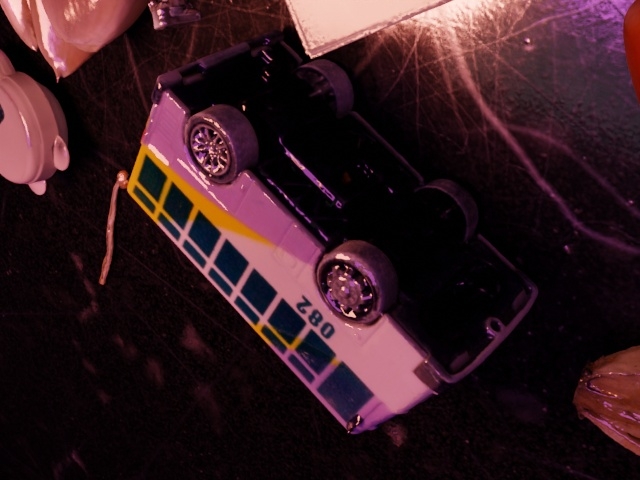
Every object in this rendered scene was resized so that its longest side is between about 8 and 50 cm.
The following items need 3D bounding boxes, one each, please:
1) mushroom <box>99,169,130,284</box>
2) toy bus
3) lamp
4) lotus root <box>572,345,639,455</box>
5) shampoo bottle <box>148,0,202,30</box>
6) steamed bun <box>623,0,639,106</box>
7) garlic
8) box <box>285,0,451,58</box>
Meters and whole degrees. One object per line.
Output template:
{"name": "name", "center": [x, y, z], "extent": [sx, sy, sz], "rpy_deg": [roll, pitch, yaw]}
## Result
{"name": "mushroom", "center": [-0.354, -0.018, 1.364], "extent": [0.026, 0.028, 0.286], "rpy_deg": [11, 137, -16]}
{"name": "toy bus", "center": [0.000, 0.000, 0.927], "extent": [0.440, 0.209, 0.249], "rpy_deg": [45, 138, 10]}
{"name": "lamp", "center": [-0.488, -0.203, 1.299], "extent": [0.179, 0.108, 0.246], "rpy_deg": [-30, 92, 42]}
{"name": "lotus root", "center": [0.341, 0.160, 0.835], "extent": [0.144, 0.070, 0.143], "rpy_deg": [17, 131, 28]}
{"name": "shampoo bottle", "center": [-0.189, -0.377, 0.837], "extent": [0.098, 0.071, 0.309], "rpy_deg": [1, 105, 46]}
{"name": "steamed bun", "center": [0.382, -0.117, 0.495], "extent": [0.379, 0.248, 0.235], "rpy_deg": [-13, 107, 44]}
{"name": "garlic", "center": [-0.311, -0.379, 1.018], "extent": [0.279, 0.132, 0.325], "rpy_deg": [2, 114, 41]}
{"name": "box", "center": [0.089, -0.256, 0.749], "extent": [0.225, 0.129, 0.086], "rpy_deg": [-10, 108, 44]}
